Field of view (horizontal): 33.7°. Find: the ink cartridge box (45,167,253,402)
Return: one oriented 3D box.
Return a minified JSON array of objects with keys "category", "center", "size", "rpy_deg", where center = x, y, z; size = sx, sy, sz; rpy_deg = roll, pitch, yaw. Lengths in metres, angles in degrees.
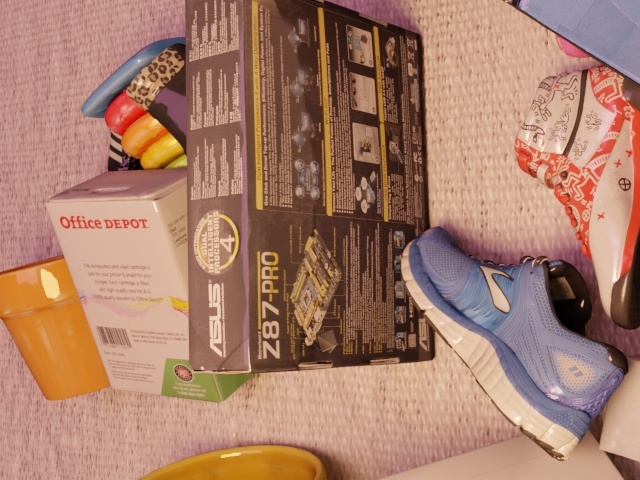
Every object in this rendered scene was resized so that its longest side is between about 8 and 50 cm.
[{"category":"ink cartridge box","center":[-0.205,0.053,1.348],"size":[0.201,0.117,0.278],"rpy_deg":[0,115,37]}]

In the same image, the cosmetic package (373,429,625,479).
[{"category":"cosmetic package","center":[0.138,0.337,0.952],"size":[0.284,0.377,0.097],"rpy_deg":[-117,20,-44]}]

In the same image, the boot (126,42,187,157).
[{"category":"boot","center":[-0.098,-0.187,1.280],"size":[0.178,0.085,0.236],"rpy_deg":[44,71,8]}]

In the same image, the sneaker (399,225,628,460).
[{"category":"sneaker","center":[0.201,0.075,1.091],"size":[0.147,0.130,0.330],"rpy_deg":[-44,39,5]}]

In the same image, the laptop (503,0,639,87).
[{"category":"laptop","center":[0.268,-0.377,0.903],"size":[0.382,0.408,0.236],"rpy_deg":[-55,26,11]}]

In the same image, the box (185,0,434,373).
[{"category":"box","center":[-0.002,-0.057,1.147],"size":[0.097,0.318,0.395],"rpy_deg":[-5,85,37]}]

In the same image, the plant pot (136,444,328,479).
[{"category":"plant pot","center":[-0.100,0.398,1.250],"size":[0.254,0.254,0.239],"rpy_deg":[-2,101,37]}]

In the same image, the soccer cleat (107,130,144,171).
[{"category":"soccer cleat","center":[-0.269,-0.133,1.505],"size":[0.072,0.060,0.179],"rpy_deg":[-27,67,56]}]

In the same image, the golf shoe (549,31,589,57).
[{"category":"golf shoe","center":[0.275,-0.338,1.100],"size":[0.140,0.115,0.306],"rpy_deg":[12,86,45]}]

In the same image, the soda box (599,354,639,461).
[{"category":"soda box","center":[0.410,0.182,0.964],"size":[0.286,0.091,0.098],"rpy_deg":[13,95,36]}]

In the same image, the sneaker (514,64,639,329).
[{"category":"sneaker","center":[0.274,-0.047,1.084],"size":[0.145,0.090,0.270],"rpy_deg":[2,85,38]}]

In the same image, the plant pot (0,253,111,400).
[{"category":"plant pot","center":[-0.348,0.115,1.482],"size":[0.205,0.205,0.188],"rpy_deg":[-11,95,36]}]

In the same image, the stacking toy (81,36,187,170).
[{"category":"stacking toy","center":[-0.165,-0.101,1.395],"size":[0.166,0.175,0.302],"rpy_deg":[-33,82,38]}]
